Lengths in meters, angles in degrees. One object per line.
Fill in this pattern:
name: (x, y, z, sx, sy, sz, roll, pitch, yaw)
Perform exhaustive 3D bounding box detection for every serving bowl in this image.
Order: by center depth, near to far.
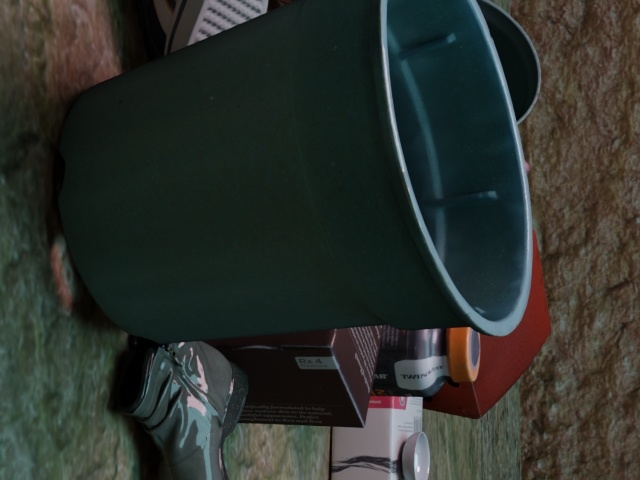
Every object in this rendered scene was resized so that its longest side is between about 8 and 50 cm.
serving bowl: (0.136, 0.321, 1.766, 0.083, 0.027, 0.083, -1, 90, -69)

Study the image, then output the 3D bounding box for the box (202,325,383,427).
box: (-0.029, 0.083, 1.378, 0.167, 0.168, 0.203, 68, 28, -49)

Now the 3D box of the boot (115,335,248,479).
boot: (-0.153, 0.190, 1.178, 0.161, 0.083, 0.247, 50, 40, -47)

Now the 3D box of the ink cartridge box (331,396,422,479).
ink cartridge box: (0.086, 0.321, 1.822, 0.172, 0.100, 0.237, 26, 64, -68)

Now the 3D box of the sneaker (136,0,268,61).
sneaker: (-0.125, -0.274, 1.183, 0.126, 0.127, 0.321, -33, 148, -43)

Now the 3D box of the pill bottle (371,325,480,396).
pill bottle: (0.084, 0.141, 1.594, 0.130, 0.245, 0.131, -1, 90, -71)

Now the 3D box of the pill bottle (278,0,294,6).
pill bottle: (-0.027, -0.357, 1.483, 0.221, 0.121, 0.121, 38, 54, -67)

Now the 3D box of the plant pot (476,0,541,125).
plant pot: (0.173, -0.225, 1.901, 0.196, 0.293, 0.293, 111, -9, -58)

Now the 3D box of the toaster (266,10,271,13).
toaster: (-0.041, -0.178, 1.424, 0.146, 0.129, 0.227, 15, 76, -69)

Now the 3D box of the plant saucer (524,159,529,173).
plant saucer: (0.151, -0.028, 1.756, 0.084, 0.332, 0.332, 51, 16, 9)

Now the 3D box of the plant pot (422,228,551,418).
plant pot: (0.205, 0.135, 1.978, 0.236, 0.267, 0.267, -62, 148, -36)

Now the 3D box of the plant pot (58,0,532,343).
plant pot: (-0.026, -0.058, 1.068, 0.341, 0.334, 0.341, 41, 43, -54)
